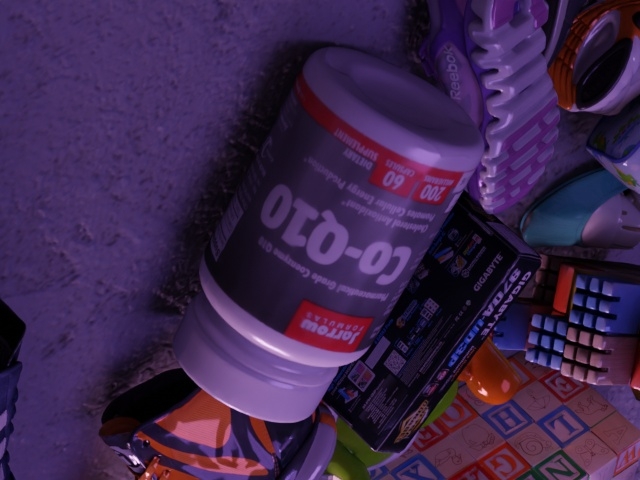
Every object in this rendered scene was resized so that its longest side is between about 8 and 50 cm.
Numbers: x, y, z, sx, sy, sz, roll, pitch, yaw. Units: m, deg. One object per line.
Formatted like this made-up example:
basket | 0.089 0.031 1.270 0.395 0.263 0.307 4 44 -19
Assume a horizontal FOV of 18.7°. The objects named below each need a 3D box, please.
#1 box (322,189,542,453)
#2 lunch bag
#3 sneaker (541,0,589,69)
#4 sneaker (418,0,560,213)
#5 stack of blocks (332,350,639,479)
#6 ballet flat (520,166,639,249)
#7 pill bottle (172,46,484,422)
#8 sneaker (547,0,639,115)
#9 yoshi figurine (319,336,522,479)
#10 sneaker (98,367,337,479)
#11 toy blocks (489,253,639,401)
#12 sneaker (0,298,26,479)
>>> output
box | 0.064 0.049 1.705 0.220 0.175 0.051 -56 151 14
lunch bag | 0.360 -0.140 1.863 0.219 0.090 0.176 -49 -167 3
sneaker | 0.216 -0.221 1.669 0.118 0.083 0.222 -14 136 -42
sneaker | 0.133 -0.135 1.626 0.095 0.104 0.236 -36 133 -37
stack of blocks | 0.178 0.250 2.078 0.297 0.171 0.087 -28 144 -27
ballet flat | 0.320 -0.039 1.997 0.247 0.087 0.083 -25 143 -31
pill bottle | 0.000 0.000 1.586 0.161 0.161 0.283 0 126 -50
sneaker | 0.316 -0.222 1.795 0.262 0.099 0.121 -46 157 14
yoshi figurine | 0.027 0.221 1.850 0.362 0.203 0.203 -40 155 -5
sneaker | -0.141 0.236 1.689 0.180 0.124 0.321 35 84 -27
toy blocks | 0.321 0.089 1.939 0.261 0.381 0.191 5 97 -41
sneaker | -0.267 0.123 1.445 0.148 0.131 0.350 -47 154 -14
